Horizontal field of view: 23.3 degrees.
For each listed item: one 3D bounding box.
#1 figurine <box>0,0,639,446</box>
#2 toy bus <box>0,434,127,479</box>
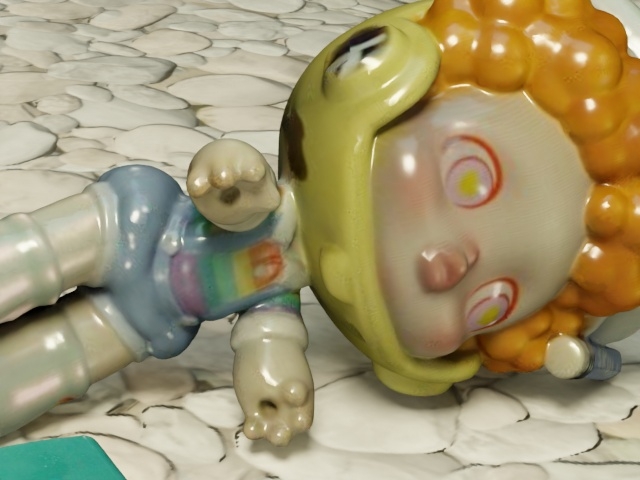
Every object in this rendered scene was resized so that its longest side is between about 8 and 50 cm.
[{"bbox_3d":[-0.006,-0.028,0.763,0.382,0.224,0.205,-4,20,-21],"label":"figurine"},{"bbox_3d":[-0.079,0.136,0.513,0.079,0.091,0.160,-9,26,-27],"label":"toy bus"}]
